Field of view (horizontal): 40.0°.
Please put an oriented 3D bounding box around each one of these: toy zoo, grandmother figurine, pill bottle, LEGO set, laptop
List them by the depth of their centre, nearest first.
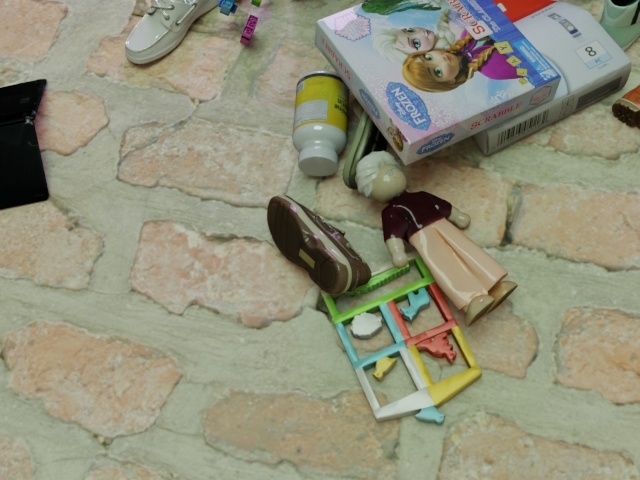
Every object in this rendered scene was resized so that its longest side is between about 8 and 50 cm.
[{"bbox_3d":[0.141,0.175,1.480,0.192,0.030,0.293,-23,64,-4],"label":"toy zoo"},{"bbox_3d":[0.186,-0.020,1.508,0.342,0.104,0.207,49,37,17],"label":"grandmother figurine"},{"bbox_3d":[0.000,-0.218,1.645,0.103,0.103,0.184,0,65,7],"label":"pill bottle"},{"bbox_3d":[-0.660,-0.188,1.768,0.234,0.137,0.264,-11,38,1],"label":"laptop"},{"bbox_3d":[-0.155,-0.505,1.819,0.087,0.093,0.227,22,67,-8],"label":"LEGO set"}]

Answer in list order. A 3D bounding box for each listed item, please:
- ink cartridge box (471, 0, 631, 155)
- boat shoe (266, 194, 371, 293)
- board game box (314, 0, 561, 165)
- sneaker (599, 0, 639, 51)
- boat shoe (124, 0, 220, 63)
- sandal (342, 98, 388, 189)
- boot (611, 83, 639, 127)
[{"bbox_3d":[0.352,-0.385,1.689,0.308,0.091,0.385,-27,65,-6],"label":"ink cartridge box"},{"bbox_3d":[-0.002,0.007,1.550,0.095,0.095,0.257,-5,40,-35],"label":"boat shoe"},{"bbox_3d":[0.203,-0.322,1.567,0.317,0.066,0.319,-26,63,-16],"label":"board game box"},{"bbox_3d":[0.621,-0.480,1.664,0.094,0.151,0.256,34,72,22],"label":"sneaker"},{"bbox_3d":[-0.308,-0.483,1.816,0.098,0.096,0.277,35,74,20],"label":"boat shoe"},{"bbox_3d":[0.093,-0.236,1.640,0.086,0.120,0.303,13,66,30],"label":"sandal"},{"bbox_3d":[0.621,-0.228,1.598,0.084,0.059,0.158,-41,65,-17],"label":"boot"}]
